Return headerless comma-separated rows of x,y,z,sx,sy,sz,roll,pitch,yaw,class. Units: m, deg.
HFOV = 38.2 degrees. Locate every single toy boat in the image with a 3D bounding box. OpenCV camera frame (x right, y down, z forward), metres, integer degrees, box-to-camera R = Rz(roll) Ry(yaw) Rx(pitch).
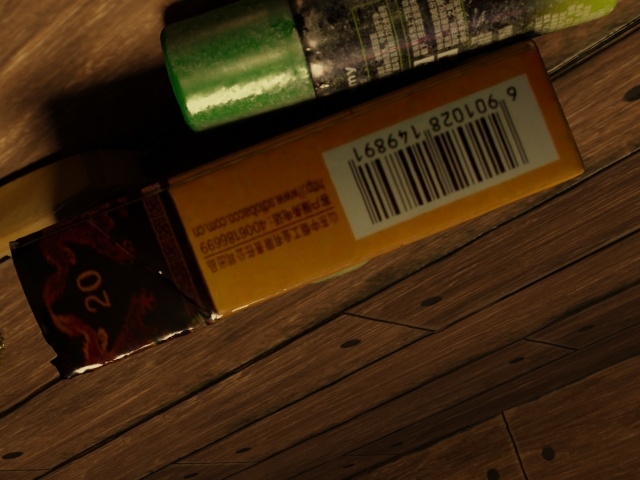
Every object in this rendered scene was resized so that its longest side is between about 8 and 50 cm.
-0.244,-0.028,0.838,0.200,0.057,0.077,-24,161,14,toy boat

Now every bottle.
0.050,-0.165,0.691,0.330,0.093,0.093,-17,156,0,bottle

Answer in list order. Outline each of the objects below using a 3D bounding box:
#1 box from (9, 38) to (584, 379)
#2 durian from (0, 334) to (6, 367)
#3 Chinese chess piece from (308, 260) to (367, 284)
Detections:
-0.025,-0.021,0.783,0.415,0.116,0.264,-22,-178,-4,box
-0.428,0.140,1.088,0.100,0.086,0.215,14,156,12,durian
0.000,0.000,1.059,0.144,0.058,0.144,-14,157,-6,Chinese chess piece
